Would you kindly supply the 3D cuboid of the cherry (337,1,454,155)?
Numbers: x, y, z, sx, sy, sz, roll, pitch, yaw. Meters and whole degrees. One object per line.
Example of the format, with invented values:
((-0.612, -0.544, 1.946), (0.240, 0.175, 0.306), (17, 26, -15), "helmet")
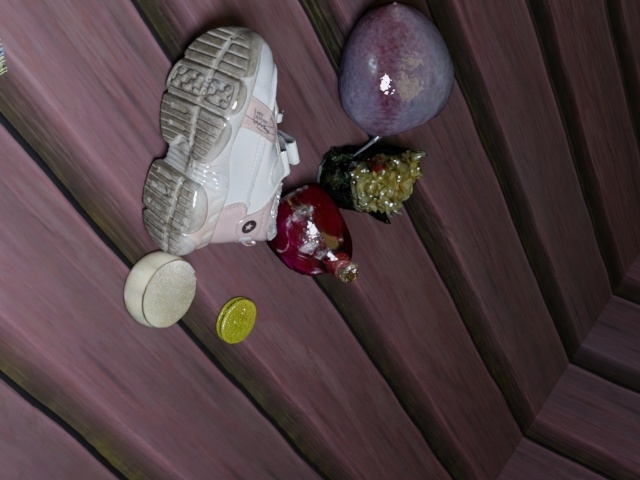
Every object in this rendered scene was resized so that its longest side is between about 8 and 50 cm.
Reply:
((0.128, -0.282, 1.920), (0.213, 0.183, 0.266), (-33, 135, -43), "cherry")

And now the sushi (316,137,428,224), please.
((0.093, -0.101, 2.034), (0.212, 0.115, 0.147), (-9, 115, -50), "sushi")

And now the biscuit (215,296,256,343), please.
((-0.145, 0.138, 1.941), (0.084, 0.023, 0.084), (-31, 132, -40), "biscuit")

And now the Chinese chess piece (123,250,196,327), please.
((-0.250, 0.076, 1.753), (0.122, 0.051, 0.122), (-29, 129, -43), "Chinese chess piece")

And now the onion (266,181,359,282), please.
((-0.014, 0.007, 1.904), (0.135, 0.198, 0.173), (-28, 141, 0), "onion")

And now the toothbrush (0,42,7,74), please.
((-0.423, -0.376, 1.301), (0.042, 0.035, 0.413), (-56, 149, -50), "toothbrush")

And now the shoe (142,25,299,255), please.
((-0.130, -0.145, 1.674), (0.198, 0.172, 0.351), (2, 119, -42), "shoe")
